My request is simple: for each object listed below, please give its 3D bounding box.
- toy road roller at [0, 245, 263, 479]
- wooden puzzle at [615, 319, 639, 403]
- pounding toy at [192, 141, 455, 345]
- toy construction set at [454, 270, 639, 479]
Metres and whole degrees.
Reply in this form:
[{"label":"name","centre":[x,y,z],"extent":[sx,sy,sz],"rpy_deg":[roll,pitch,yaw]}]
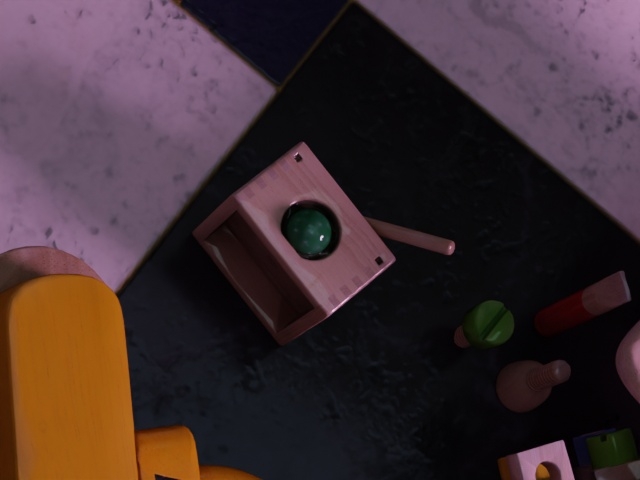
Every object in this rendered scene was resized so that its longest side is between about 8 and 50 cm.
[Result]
[{"label":"toy road roller","centre":[-0.138,0.173,1.209],"extent":[0.240,0.202,0.330],"rpy_deg":[-4,82,-33]},{"label":"wooden puzzle","centre":[0.414,0.094,1.329],"extent":[0.348,0.080,0.322],"rpy_deg":[-45,105,-24]},{"label":"pounding toy","centre":[0.000,0.000,1.328],"extent":[0.100,0.141,0.130],"rpy_deg":[-39,91,-24]},{"label":"toy construction set","centre":[0.178,0.166,1.294],"extent":[0.257,0.237,0.309],"rpy_deg":[15,71,-15]}]
